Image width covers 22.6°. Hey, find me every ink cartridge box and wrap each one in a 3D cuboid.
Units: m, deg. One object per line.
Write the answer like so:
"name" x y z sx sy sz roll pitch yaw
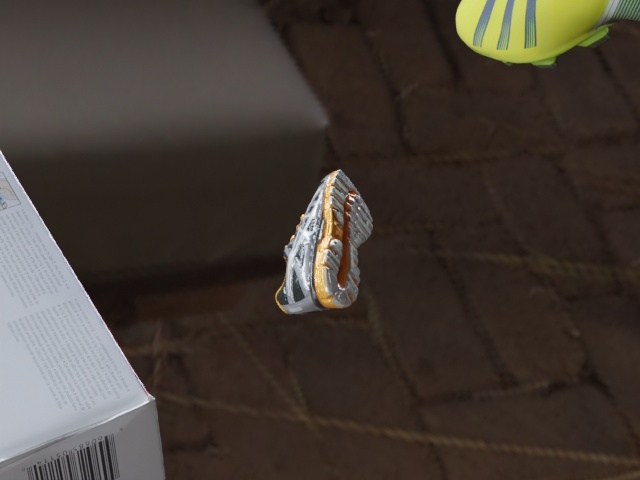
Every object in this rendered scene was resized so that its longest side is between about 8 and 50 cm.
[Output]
"ink cartridge box" -0.228 0.123 1.164 0.130 0.272 0.309 -21 48 -20

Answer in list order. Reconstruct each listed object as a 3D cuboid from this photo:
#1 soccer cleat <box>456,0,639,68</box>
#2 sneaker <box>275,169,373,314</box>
"soccer cleat" 0.165 -0.180 1.021 0.121 0.289 0.093 37 74 -23
"sneaker" 0.000 0.000 1.795 0.084 0.083 0.215 51 32 -27
